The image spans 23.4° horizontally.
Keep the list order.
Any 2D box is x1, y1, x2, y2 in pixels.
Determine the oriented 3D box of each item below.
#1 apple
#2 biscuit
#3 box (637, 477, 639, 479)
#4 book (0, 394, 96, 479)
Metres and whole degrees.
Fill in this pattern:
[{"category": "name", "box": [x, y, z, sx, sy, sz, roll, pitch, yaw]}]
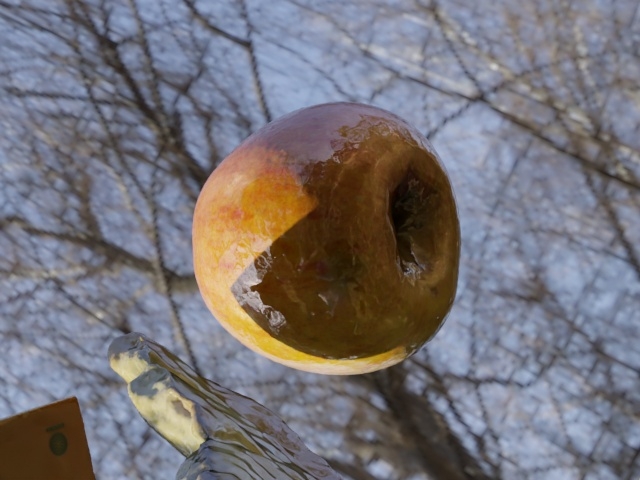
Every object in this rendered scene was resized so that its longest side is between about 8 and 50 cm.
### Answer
[{"category": "apple", "box": [0.000, 0.000, 1.634, 0.299, 0.275, 0.299, -1, -89, -58]}, {"category": "biscuit", "box": [-0.036, 0.136, 0.888, 0.154, 0.299, 0.045, 32, -86, -21]}, {"category": "box", "box": [0.184, 0.172, 0.550, 0.225, 0.190, 0.297, -14, -39, -52]}, {"category": "book", "box": [-0.273, 0.312, 1.450, 0.208, 0.020, 0.296, -14, -88, -53]}]
